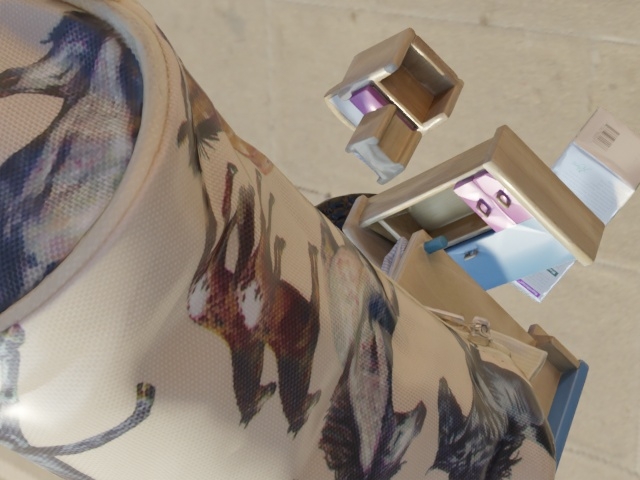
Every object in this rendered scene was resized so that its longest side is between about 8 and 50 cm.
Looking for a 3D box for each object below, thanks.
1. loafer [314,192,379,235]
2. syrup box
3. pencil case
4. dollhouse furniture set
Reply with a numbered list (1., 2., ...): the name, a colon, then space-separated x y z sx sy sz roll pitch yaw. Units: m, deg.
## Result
1. loafer: 0.000 0.000 1.529 0.223 0.078 0.076 -21 63 16
2. syrup box: 0.302 -0.039 1.460 0.096 0.093 0.237 39 138 7
3. pencil case: -0.031 0.048 0.548 0.160 0.410 0.183 10 69 37
4. dollhouse furniture set: 0.056 0.050 0.991 0.286 0.303 0.198 42 140 -20
